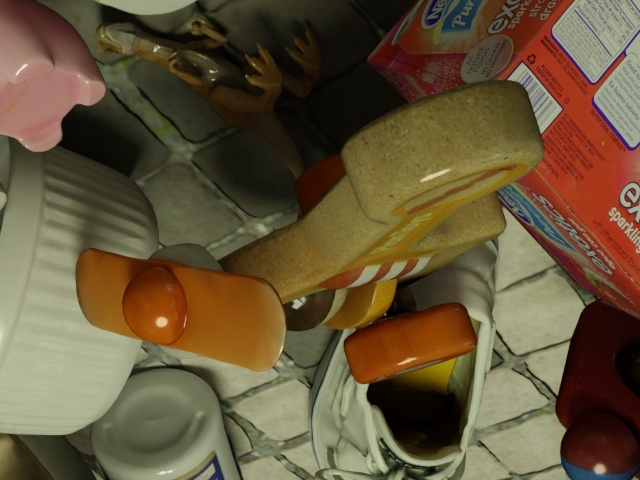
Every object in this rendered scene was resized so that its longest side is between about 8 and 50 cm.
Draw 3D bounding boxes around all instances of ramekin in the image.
[{"bbox_3d":[-0.191,0.034,0.773,0.109,0.207,0.207,17,135,-27],"label":"ramekin"}]

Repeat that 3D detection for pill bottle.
[{"bbox_3d":[-0.126,0.210,1.012,0.112,0.112,0.186,-4,135,6],"label":"pill bottle"}]

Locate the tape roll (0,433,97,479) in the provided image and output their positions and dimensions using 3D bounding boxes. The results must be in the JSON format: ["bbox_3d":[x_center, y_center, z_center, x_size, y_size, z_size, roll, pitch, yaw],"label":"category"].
[{"bbox_3d":[-0.250,0.198,0.821,0.072,0.392,0.392,-40,128,0],"label":"tape roll"}]

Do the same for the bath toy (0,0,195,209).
[{"bbox_3d":[-0.205,-0.106,0.623,0.348,0.129,0.151,-40,158,13],"label":"bath toy"}]

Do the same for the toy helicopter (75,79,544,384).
[{"bbox_3d":[0.000,0.000,0.604,0.235,0.140,0.355,-13,168,-18],"label":"toy helicopter"}]

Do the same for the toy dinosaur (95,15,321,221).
[{"bbox_3d":[-0.046,-0.090,0.749,0.211,0.064,0.112,41,144,-23],"label":"toy dinosaur"}]

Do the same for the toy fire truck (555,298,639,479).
[{"bbox_3d":[0.291,0.129,0.764,0.254,0.302,0.169,-20,133,-43],"label":"toy fire truck"}]

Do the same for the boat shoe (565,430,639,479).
[{"bbox_3d":[0.333,0.216,1.012,0.306,0.105,0.113,29,134,-17],"label":"boat shoe"}]

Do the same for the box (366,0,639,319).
[{"bbox_3d":[0.168,-0.063,0.680,0.128,0.123,0.257,-50,124,-2],"label":"box"}]

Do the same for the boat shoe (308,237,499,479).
[{"bbox_3d":[0.069,0.144,0.905,0.136,0.156,0.367,9,135,-7],"label":"boat shoe"}]
